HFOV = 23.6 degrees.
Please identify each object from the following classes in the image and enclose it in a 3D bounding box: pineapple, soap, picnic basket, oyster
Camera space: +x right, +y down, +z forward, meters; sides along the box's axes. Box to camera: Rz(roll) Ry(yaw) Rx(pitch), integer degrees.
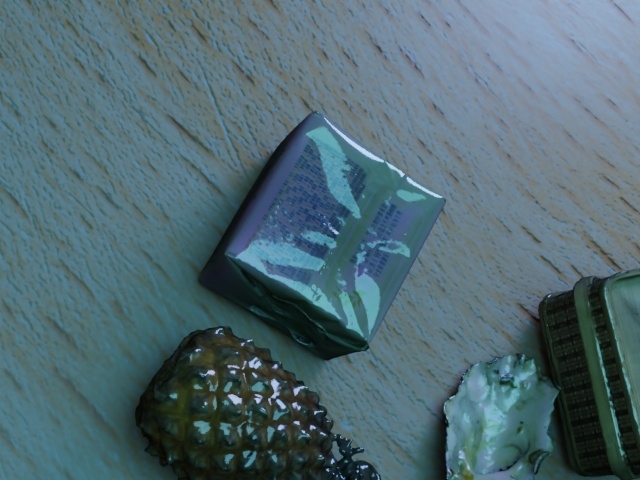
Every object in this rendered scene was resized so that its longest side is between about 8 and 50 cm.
[{"bbox_3d":[-0.020,0.238,1.575,0.361,0.175,0.175,36,71,-7],"label":"pineapple"},{"bbox_3d":[0.000,0.000,1.642,0.182,0.138,0.199,33,71,-10],"label":"soap"},{"bbox_3d":[0.416,0.136,1.728,0.312,0.175,0.228,-8,81,-22],"label":"picnic basket"},{"bbox_3d":[0.197,0.224,1.699,0.132,0.072,0.209,6,59,-3],"label":"oyster"}]
